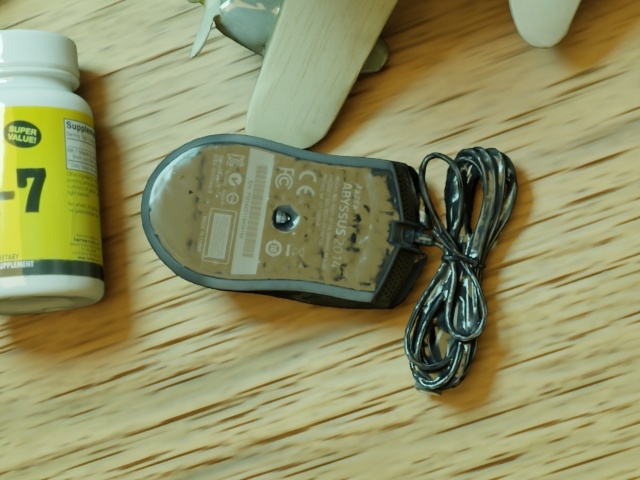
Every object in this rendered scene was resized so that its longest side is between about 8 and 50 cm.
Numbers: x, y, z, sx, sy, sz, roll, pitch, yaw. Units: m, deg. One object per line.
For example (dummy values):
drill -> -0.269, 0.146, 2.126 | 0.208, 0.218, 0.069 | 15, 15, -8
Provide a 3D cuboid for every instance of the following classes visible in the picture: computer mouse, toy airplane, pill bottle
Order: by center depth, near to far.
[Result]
toy airplane -> 0.035, -0.286, 1.235 | 0.386, 0.384, 0.272 | -32, 40, 2
computer mouse -> 0.000, 0.000, 1.314 | 0.272, 0.072, 0.188 | 13, 84, 6
pill bottle -> -0.234, -0.051, 1.360 | 0.119, 0.119, 0.208 | -8, 80, 16
